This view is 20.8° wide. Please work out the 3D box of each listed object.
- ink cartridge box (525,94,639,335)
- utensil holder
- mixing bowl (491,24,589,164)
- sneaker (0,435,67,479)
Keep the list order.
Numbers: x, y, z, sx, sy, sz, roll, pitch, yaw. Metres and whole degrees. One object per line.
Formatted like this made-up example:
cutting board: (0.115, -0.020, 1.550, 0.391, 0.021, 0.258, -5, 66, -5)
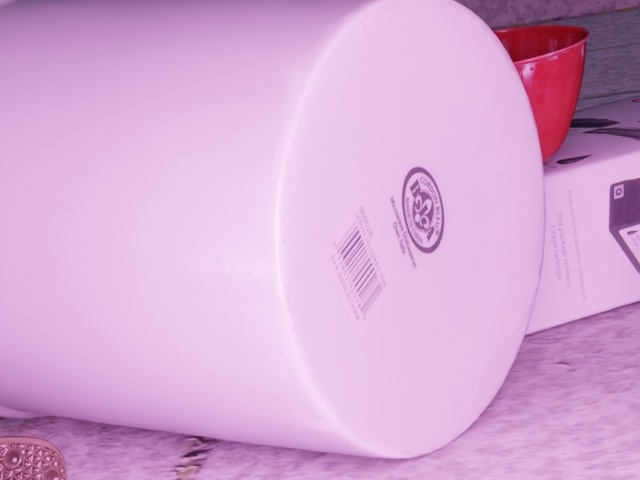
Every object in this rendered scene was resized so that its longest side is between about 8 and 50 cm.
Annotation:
ink cartridge box: (0.221, -0.029, 1.474, 0.307, 0.129, 0.223, -15, 13, -21)
utensil holder: (-0.081, -0.020, 1.226, 0.385, 0.327, 0.328, 3, 17, 38)
mixing bowl: (0.125, -0.101, 1.350, 0.181, 0.098, 0.181, -10, 15, 3)
sneaker: (-0.258, 0.165, 1.112, 0.188, 0.066, 0.071, -16, 13, -30)
